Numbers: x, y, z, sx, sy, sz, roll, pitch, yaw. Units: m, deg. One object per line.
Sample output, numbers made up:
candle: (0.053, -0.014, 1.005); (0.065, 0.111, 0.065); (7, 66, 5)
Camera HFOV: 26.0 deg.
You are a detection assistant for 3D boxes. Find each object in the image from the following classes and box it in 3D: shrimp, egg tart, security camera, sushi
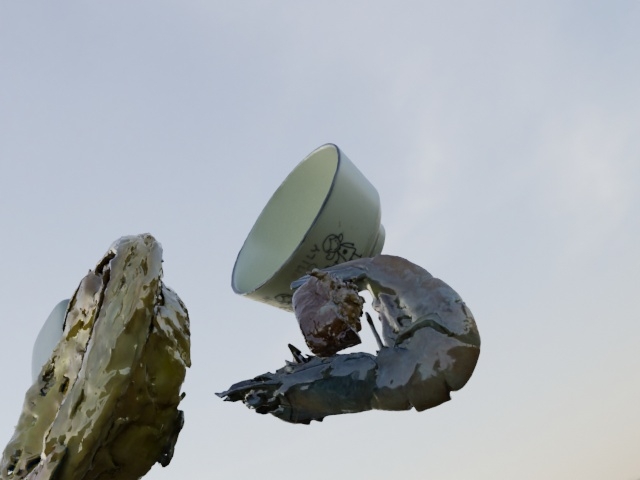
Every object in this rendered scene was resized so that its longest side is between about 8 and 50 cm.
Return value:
shrimp: (0.026, 0.103, 1.491); (0.289, 0.178, 0.075); (-10, -21, 23)
egg tart: (-0.179, 0.137, 1.152); (0.107, 0.291, 0.291); (24, -43, -15)
security camera: (-0.325, 0.219, 1.802); (0.080, 0.302, 0.157); (16, -47, -25)
sushi: (0.010, 0.055, 1.102); (0.060, 0.118, 0.061); (-34, -56, 5)

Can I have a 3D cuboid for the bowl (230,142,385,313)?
bowl: (0.000, 0.000, 1.817); (0.238, 0.126, 0.238); (-50, 19, 25)
